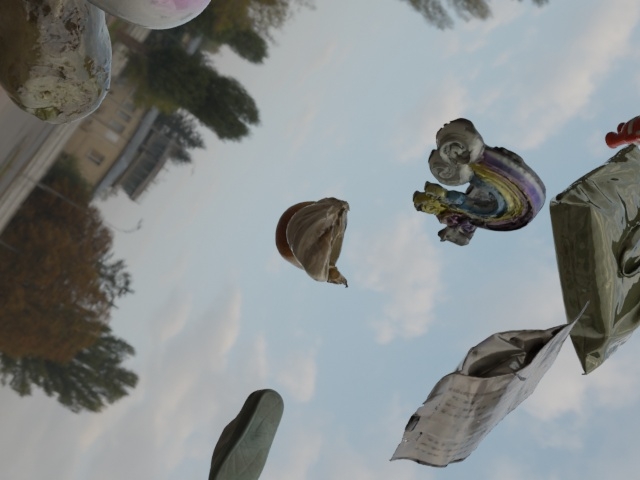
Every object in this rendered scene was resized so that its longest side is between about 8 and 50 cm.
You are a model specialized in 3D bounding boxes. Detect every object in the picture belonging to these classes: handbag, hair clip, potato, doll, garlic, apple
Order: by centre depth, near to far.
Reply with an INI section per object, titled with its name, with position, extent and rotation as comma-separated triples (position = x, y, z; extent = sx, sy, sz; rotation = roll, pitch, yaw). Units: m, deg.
[hair clip]
position = 0.151, -0.047, 0.656
extent = 0.172, 0.116, 0.049
rotation = 101, 5, -66
[garlic]
position = -0.002, -0.003, 0.824
extent = 0.113, 0.074, 0.094
rotation = -109, -154, -55
[potato]
position = -0.361, -0.284, 0.934
extent = 0.165, 0.164, 0.262
rotation = -82, -174, -51
[handbag]
position = 0.473, 0.025, 1.116
extent = 0.253, 0.316, 0.109
rotation = -31, -158, -35
[apple]
position = -0.020, -0.010, 1.246
extent = 0.126, 0.126, 0.102
rotation = -52, -159, 6
[doll]
position = 0.698, -0.239, 1.387
extent = 0.142, 0.076, 0.245
rotation = -34, -171, -31

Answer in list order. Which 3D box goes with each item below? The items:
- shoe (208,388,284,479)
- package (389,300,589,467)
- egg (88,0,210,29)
[shoe]
position = -0.130, 0.337, 1.156
extent = 0.078, 0.079, 0.195
rotation = -14, -137, 55
[package]
position = 0.211, 0.183, 0.832
extent = 0.062, 0.250, 0.204
rotation = 54, -33, 32
[egg]
position = -0.204, -0.340, 0.696
extent = 0.196, 0.271, 0.196
rotation = -32, -170, 6
